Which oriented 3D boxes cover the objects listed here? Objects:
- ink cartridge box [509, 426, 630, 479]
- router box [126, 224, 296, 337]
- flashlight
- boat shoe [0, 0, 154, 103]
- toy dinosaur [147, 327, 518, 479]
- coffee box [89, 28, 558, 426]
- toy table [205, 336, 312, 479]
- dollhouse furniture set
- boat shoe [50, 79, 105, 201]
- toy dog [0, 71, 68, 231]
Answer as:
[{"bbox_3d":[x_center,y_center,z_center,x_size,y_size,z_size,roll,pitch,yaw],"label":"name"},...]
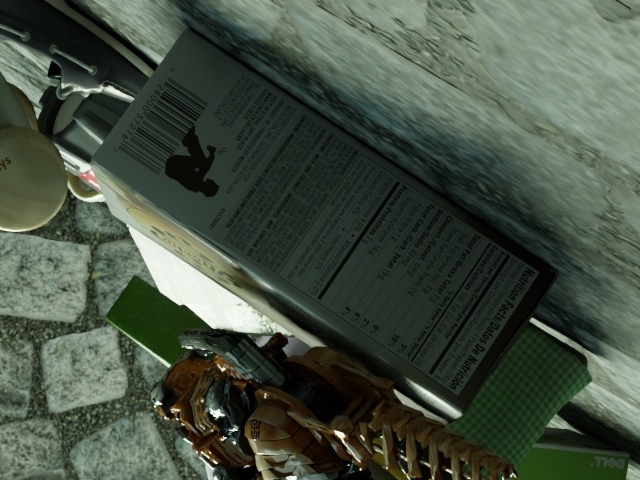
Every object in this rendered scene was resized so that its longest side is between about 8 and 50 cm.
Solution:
[{"bbox_3d":[0.222,0.246,1.660,0.188,0.097,0.255,8,-179,-21],"label":"ink cartridge box"},{"bbox_3d":[-0.085,0.020,1.510,0.133,0.046,0.179,2,144,16],"label":"router box"},{"bbox_3d":[-0.123,-0.049,1.557,0.304,0.103,0.103,34,141,-32],"label":"flashlight"},{"bbox_3d":[-0.199,-0.145,1.339,0.206,0.065,0.075,37,174,-23],"label":"boat shoe"},{"bbox_3d":[0.001,0.147,1.113,0.218,0.164,0.322,55,171,-23],"label":"toy dinosaur"},{"bbox_3d":[0.000,0.000,1.170,0.297,0.119,0.168,34,170,3],"label":"coffee box"},{"bbox_3d":[-0.007,0.176,1.667,0.252,0.274,0.161,29,-174,-2],"label":"toy table"},{"bbox_3d":[0.025,0.078,1.297,0.301,0.197,0.151,31,170,30],"label":"dollhouse furniture set"},{"bbox_3d":[-0.222,-0.085,1.676,0.098,0.096,0.277,22,169,16],"label":"boat shoe"},{"bbox_3d":[-0.351,-0.127,1.355,0.334,0.161,0.220,53,178,-7],"label":"toy dog"}]
